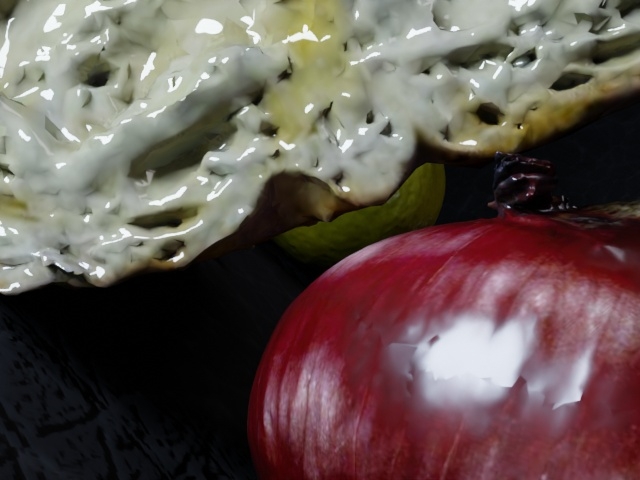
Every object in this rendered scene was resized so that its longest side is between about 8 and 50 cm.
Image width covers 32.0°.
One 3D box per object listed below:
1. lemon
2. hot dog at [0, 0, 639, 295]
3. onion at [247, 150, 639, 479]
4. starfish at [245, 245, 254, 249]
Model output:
[{"bbox_3d":[0.011,-0.068,1.014,0.248,0.184,0.184,45,7,11],"label":"lemon"},{"bbox_3d":[-0.004,-0.117,0.563,0.365,0.367,0.196,-86,159,-86],"label":"hot dog"},{"bbox_3d":[0.098,0.117,0.428,0.273,0.285,0.273,9,-9,1],"label":"onion"},{"bbox_3d":[-0.160,-0.119,0.839,0.299,0.060,0.302,39,7,-13],"label":"starfish"}]
